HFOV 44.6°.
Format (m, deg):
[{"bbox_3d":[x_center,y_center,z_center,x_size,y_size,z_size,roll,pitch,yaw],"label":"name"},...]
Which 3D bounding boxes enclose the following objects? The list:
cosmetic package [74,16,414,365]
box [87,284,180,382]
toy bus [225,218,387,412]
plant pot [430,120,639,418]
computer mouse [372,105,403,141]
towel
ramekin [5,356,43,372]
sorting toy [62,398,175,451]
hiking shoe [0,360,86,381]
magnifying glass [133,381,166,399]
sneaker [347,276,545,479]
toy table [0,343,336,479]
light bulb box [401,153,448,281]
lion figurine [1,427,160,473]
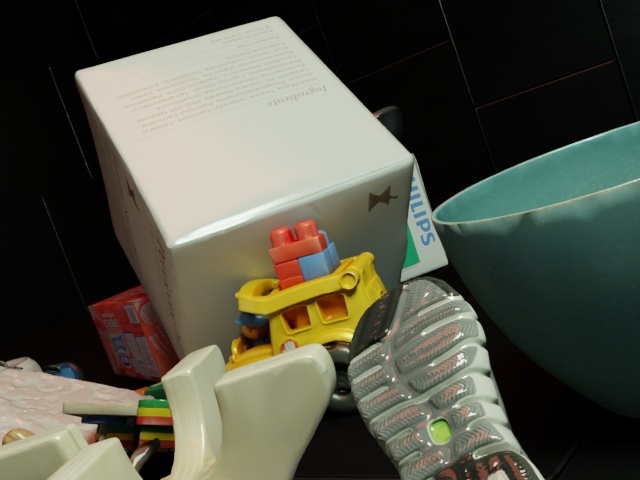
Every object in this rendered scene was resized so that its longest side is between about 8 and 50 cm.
[{"bbox_3d":[-0.112,-0.058,1.120,0.328,0.329,0.393,-21,49,-19],"label":"cosmetic package"},{"bbox_3d":[-0.301,0.160,1.436,0.142,0.154,0.300,-23,5,-31],"label":"box"},{"bbox_3d":[-0.025,0.089,0.892,0.220,0.211,0.149,-19,7,17],"label":"toy bus"},{"bbox_3d":[0.256,0.022,0.612,0.290,0.195,0.290,-21,7,3],"label":"plant pot"},{"bbox_3d":[0.073,-0.163,1.447,0.189,0.072,0.272,-25,-4,-28],"label":"computer mouse"},{"bbox_3d":[-0.390,0.226,0.934,0.317,0.053,0.332,12,10,4],"label":"towel"},{"bbox_3d":[-0.572,0.286,1.365,0.207,0.109,0.207,-19,5,2],"label":"ramekin"},{"bbox_3d":[-0.197,0.207,0.857,0.132,0.046,0.274,2,-16,0],"label":"sorting toy"},{"bbox_3d":[-0.459,0.240,1.205,0.113,0.132,0.304,0,14,14],"label":"hiking shoe"},{"bbox_3d":[-0.244,0.231,1.209,0.231,0.026,0.092,-19,6,12],"label":"magnifying glass"},{"bbox_3d":[0.088,0.130,0.454,0.086,0.132,0.228,-28,33,11],"label":"sneaker"},{"bbox_3d":[-0.083,0.176,0.509,0.274,0.160,0.252,-20,5,2],"label":"toy table"},{"bbox_3d":[0.000,0.000,1.553,0.361,0.225,0.358,-20,5,-14],"label":"light bulb box"},{"bbox_3d":[-0.316,0.261,0.619,0.392,0.142,0.240,-16,12,-11],"label":"lion figurine"}]
